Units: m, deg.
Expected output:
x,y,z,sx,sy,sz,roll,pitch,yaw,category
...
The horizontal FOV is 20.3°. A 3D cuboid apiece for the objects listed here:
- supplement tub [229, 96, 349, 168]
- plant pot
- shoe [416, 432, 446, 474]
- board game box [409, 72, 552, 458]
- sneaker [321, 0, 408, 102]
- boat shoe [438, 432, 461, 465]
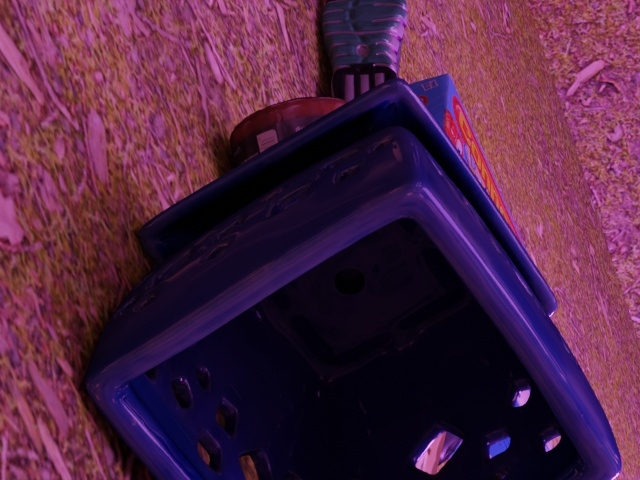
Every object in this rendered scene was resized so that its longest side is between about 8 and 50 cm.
x,y,z,sx,sy,sz,roll,pitch,yaw,category
0.000,0.000,1.328,0.106,0.106,0.197,31,44,-66,supplement tub
0.020,0.056,1.090,0.236,0.236,0.212,52,17,-25,plant pot
0.055,0.160,1.383,0.058,0.076,0.219,23,51,-21,shoe
0.139,0.040,1.774,0.302,0.086,0.308,-81,149,-56,board game box
0.041,-0.162,1.726,0.223,0.083,0.098,-83,172,-46,sneaker
0.073,0.069,1.500,0.258,0.109,0.089,68,20,-7,boat shoe
